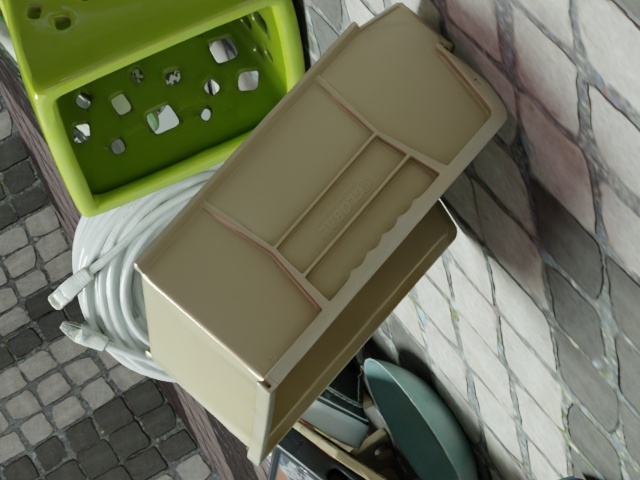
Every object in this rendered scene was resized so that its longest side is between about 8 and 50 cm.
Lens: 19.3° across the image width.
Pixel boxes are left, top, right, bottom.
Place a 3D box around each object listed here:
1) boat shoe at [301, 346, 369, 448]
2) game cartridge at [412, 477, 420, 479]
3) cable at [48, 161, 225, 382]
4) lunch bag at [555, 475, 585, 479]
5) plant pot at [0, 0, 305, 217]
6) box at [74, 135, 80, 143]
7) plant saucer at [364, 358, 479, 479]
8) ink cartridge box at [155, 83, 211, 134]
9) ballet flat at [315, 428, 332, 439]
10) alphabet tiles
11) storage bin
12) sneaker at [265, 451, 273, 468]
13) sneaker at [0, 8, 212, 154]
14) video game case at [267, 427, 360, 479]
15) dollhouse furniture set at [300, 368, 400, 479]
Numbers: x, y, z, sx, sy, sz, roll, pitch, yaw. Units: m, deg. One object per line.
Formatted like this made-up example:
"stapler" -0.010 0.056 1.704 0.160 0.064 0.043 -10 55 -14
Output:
"boat shoe" -0.005 0.119 1.989 0.113 0.105 0.306 31 -173 -19
"game cartridge" 0.201 0.438 2.038 0.355 0.068 0.230 49 169 42
"cable" -0.116 0.021 1.849 0.257 0.257 0.089 35 -172 -33
"lunch bag" 0.151 0.303 1.390 0.160 0.262 0.223 61 169 -7
"plant pot" -0.158 -0.187 1.605 0.228 0.227 0.207 82 162 -63
"box" -0.238 -0.114 2.302 0.233 0.044 0.159 38 -165 -49
"plant saucer" 0.110 0.192 1.850 0.195 0.037 0.195 56 167 19
"ink cartridge box" -0.209 -0.203 2.083 0.212 0.093 0.154 56 169 24
"ballet flat" 0.036 0.389 2.432 0.123 0.123 0.348 43 162 55
"alphabet tiles" 0.091 0.256 1.845 0.285 0.011 0.342 35 176 -18
"storage bin" 0.000 0.000 1.310 0.123 0.260 0.262 40 165 9
"sneaker" -0.011 0.353 2.649 0.161 0.102 0.282 75 172 -63
"sneaker" -0.218 -0.203 1.900 0.158 0.182 0.410 57 169 -32
"video game case" 0.041 0.342 2.027 0.248 0.035 0.275 37 152 15
"dollhouse furniture set" -0.030 0.210 2.242 0.259 0.135 0.262 48 164 44
